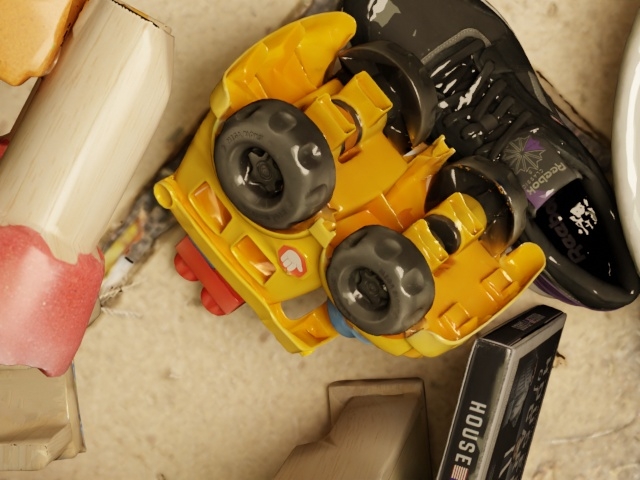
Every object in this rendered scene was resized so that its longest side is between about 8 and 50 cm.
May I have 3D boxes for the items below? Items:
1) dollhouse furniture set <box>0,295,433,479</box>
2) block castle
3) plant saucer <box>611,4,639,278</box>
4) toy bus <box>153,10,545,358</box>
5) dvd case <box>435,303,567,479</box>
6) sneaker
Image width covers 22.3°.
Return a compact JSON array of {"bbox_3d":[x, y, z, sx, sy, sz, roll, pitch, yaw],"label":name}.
[{"bbox_3d":[-0.134,0.211,1.079,0.394,0.256,0.362,-4,100,13],"label":"dollhouse furniture set"},{"bbox_3d":[-0.300,-0.105,0.766,0.453,0.303,0.212,27,95,-12],"label":"block castle"},{"bbox_3d":[0.365,-0.077,1.123,0.401,0.100,0.400,-2,96,-17],"label":"plant saucer"},{"bbox_3d":[0.000,0.000,1.047,0.220,0.149,0.211,49,133,5],"label":"toy bus"},{"bbox_3d":[0.112,0.139,1.068,0.030,0.239,0.179,16,97,16],"label":"dvd case"},{"bbox_3d":[0.128,-0.073,1.086,0.107,0.124,0.283,-41,103,-1],"label":"sneaker"}]
